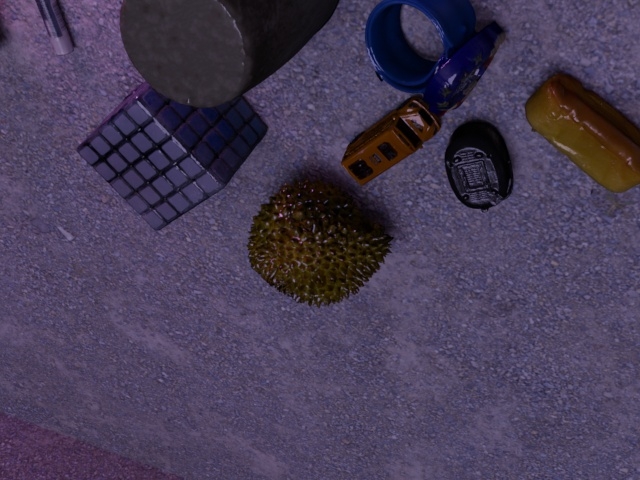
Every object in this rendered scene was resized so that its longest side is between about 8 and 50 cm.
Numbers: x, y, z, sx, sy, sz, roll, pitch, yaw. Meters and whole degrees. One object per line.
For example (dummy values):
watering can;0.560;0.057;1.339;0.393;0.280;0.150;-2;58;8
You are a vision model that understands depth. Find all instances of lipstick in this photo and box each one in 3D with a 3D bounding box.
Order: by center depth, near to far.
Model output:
lipstick;-0.545;-0.450;1.517;0.040;0.040;0.141;6;131;20

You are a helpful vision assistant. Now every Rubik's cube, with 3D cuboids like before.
Rubik's cube;-0.290;-0.201;1.480;0.238;0.237;0.237;-25;116;39

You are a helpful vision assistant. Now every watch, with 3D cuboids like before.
watch;0.178;-0.322;1.234;0.200;0.171;0.196;43;136;5

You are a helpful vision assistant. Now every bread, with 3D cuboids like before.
bread;0.463;-0.182;1.257;0.245;0.102;0.094;37;140;-7

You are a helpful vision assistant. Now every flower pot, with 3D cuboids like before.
flower pot;-0.144;-0.385;1.194;0.293;0.330;0.294;11;132;13

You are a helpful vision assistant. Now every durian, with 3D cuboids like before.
durian;-0.002;0.004;1.534;0.293;0.258;0.258;25;135;-5

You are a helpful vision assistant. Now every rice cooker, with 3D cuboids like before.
rice cooker;0.291;-0.134;1.371;0.112;0.106;0.165;-12;112;28

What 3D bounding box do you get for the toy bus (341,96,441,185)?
toy bus;0.132;-0.184;1.408;0.083;0.088;0.194;45;132;-15
